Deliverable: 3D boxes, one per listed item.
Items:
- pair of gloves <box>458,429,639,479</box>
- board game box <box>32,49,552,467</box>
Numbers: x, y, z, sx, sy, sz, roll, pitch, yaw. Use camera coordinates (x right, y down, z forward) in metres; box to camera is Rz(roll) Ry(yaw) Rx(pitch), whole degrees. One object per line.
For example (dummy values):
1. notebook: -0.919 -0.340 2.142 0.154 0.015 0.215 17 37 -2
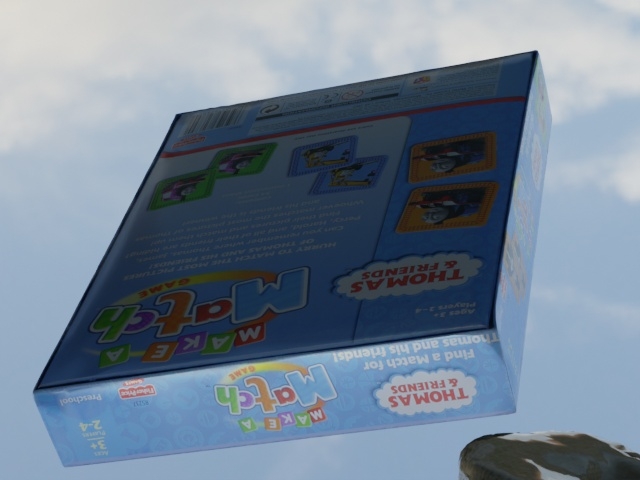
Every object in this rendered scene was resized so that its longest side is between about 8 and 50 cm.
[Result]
1. pair of gloves: 0.136 0.112 0.451 0.240 0.042 0.204 21 -168 22
2. board game box: 0.000 0.000 0.682 0.160 0.039 0.211 -8 -153 16
